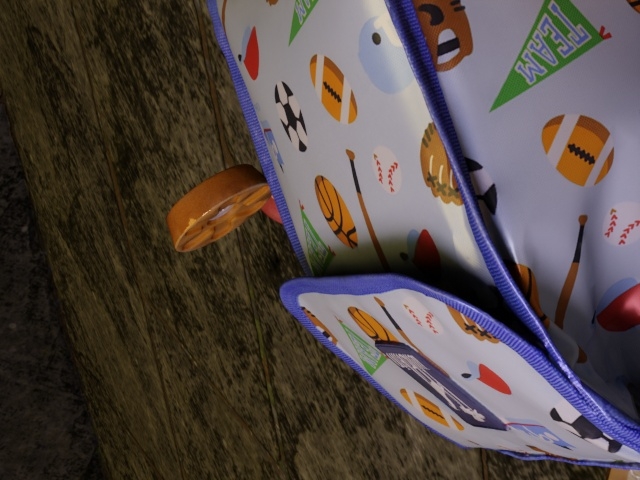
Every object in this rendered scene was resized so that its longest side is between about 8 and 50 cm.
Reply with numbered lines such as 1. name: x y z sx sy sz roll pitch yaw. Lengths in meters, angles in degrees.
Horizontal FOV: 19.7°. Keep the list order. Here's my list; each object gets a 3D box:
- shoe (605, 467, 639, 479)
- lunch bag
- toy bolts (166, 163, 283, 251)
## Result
1. shoe: 0.239 0.098 1.273 0.058 0.076 0.219 13 138 12
2. lunch bag: 0.101 -0.040 1.171 0.385 0.239 0.328 71 162 -3
3. toy bolts: 0.000 0.000 1.619 0.158 0.218 0.228 56 178 12
